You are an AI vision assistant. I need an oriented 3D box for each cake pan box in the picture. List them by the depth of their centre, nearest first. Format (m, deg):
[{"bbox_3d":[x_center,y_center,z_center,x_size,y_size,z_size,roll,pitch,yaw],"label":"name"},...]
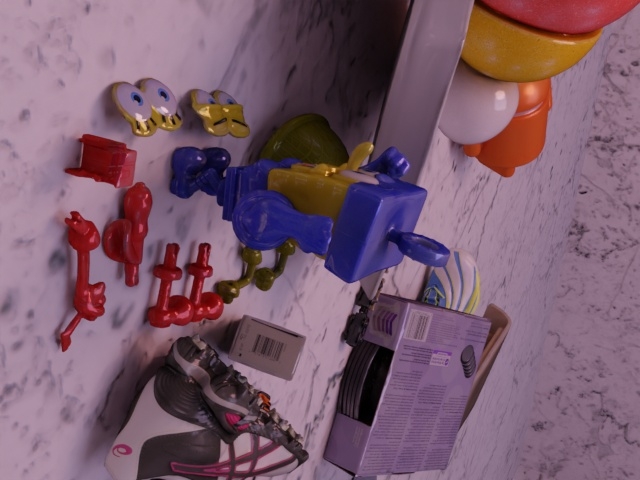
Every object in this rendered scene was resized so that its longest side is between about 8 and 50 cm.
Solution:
[{"bbox_3d":[0.130,0.210,1.250,0.267,0.070,0.246,14,91,-52],"label":"cake pan box"}]

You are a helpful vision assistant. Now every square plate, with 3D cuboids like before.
[{"bbox_3d":[0.097,-0.172,0.857,0.344,0.049,0.347,103,2,-52],"label":"square plate"}]

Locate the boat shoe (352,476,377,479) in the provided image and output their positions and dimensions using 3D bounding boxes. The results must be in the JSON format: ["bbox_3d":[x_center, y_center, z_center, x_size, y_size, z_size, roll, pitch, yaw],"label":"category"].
[{"bbox_3d":[0.055,0.395,1.338,0.100,0.035,0.035,-61,-177,-38],"label":"boat shoe"}]

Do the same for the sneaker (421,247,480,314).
[{"bbox_3d":[0.187,0.134,1.390,0.126,0.091,0.240,-24,128,-62],"label":"sneaker"}]

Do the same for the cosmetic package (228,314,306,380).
[{"bbox_3d":[-0.049,0.095,0.780,0.115,0.060,0.041,138,-28,-81],"label":"cosmetic package"}]

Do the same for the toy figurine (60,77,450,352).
[{"bbox_3d":[0.000,0.000,0.674,0.362,0.217,0.191,-9,113,-66],"label":"toy figurine"}]

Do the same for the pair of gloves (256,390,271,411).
[{"bbox_3d":[-0.076,0.196,0.905,0.083,0.010,0.074,-67,159,-9],"label":"pair of gloves"}]

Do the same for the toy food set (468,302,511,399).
[{"bbox_3d":[0.266,0.276,1.709,0.306,0.092,0.220,-38,150,-54],"label":"toy food set"}]

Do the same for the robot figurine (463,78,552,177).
[{"bbox_3d":[0.291,-0.203,1.356,0.219,0.158,0.128,79,6,-48],"label":"robot figurine"}]

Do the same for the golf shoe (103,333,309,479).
[{"bbox_3d":[-0.096,0.171,0.759,0.120,0.105,0.273,-46,152,-8],"label":"golf shoe"}]

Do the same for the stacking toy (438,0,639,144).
[{"bbox_3d":[0.257,-0.310,1.057,0.350,0.350,0.480,-45,161,-50],"label":"stacking toy"}]

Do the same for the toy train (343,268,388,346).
[{"bbox_3d":[0.068,0.065,1.139,0.036,0.027,0.158,53,57,-68],"label":"toy train"}]
